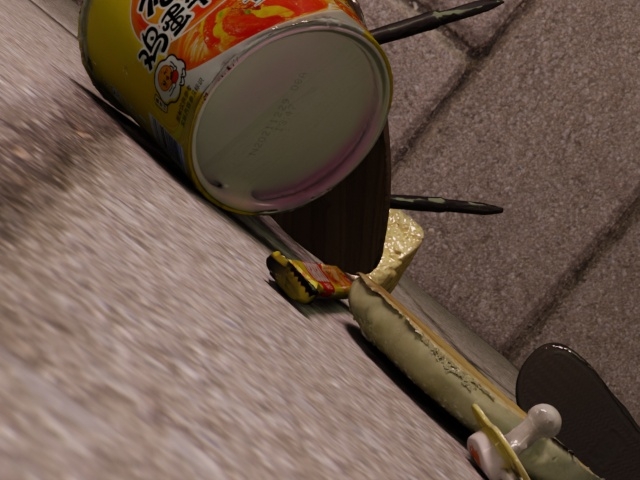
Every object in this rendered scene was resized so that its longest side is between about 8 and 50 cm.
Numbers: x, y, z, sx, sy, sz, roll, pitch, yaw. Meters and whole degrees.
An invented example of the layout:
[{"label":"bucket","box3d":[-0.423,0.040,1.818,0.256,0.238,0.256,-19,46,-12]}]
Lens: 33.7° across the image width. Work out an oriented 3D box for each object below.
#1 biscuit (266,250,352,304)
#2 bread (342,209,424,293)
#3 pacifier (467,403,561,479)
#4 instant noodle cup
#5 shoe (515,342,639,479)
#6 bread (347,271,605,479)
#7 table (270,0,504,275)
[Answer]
[{"label":"biscuit","box3d":[0.000,0.036,0.881,0.048,0.026,0.292,48,5,8]},{"label":"bread","box3d":[0.000,0.000,1.377,0.240,0.135,0.178,40,-30,14]},{"label":"pacifier","box3d":[0.134,0.136,0.700,0.068,0.064,0.083,57,-2,-18]},{"label":"instant noodle cup","box3d":[-0.068,-0.163,0.979,0.264,0.264,0.200,36,12,-49]},{"label":"shoe","box3d":[0.329,0.233,1.282,0.241,0.108,0.093,47,2,6]},{"label":"bread","box3d":[0.120,0.123,0.864,0.267,0.040,0.267,41,1,-1]},{"label":"table","box3d":[0.066,-0.151,1.258,0.249,0.317,0.317,-15,42,-36]}]
